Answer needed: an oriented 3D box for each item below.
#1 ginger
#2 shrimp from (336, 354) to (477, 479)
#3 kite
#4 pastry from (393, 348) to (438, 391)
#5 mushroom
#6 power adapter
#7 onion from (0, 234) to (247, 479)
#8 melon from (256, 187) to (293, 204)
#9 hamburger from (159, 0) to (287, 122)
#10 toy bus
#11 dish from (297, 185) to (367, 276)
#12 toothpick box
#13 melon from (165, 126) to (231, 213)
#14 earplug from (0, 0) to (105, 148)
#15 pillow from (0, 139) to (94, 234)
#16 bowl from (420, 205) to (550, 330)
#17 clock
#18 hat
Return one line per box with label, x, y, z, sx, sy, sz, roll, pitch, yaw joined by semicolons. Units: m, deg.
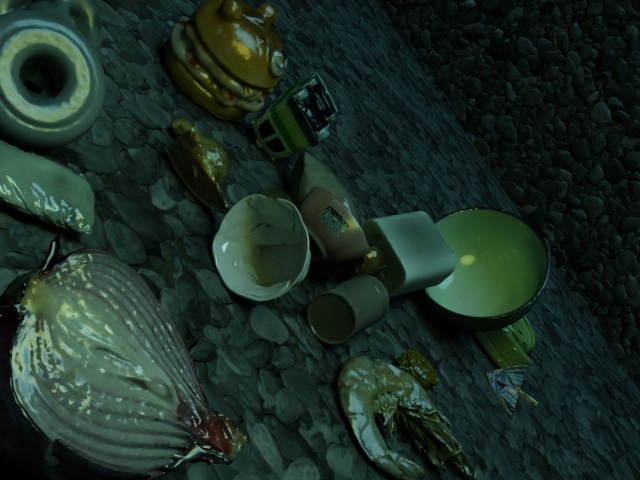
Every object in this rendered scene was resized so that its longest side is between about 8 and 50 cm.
ginger;-0.236;-0.188;1.574;0.165;0.067;0.096;55;26;18
shrimp;0.165;0.369;1.486;0.360;0.085;0.247;43;35;-9
kite;0.507;0.389;2.035;0.159;0.010;0.190;28;53;0
pastry;0.207;0.289;1.683;0.109;0.057;0.097;27;28;-45
mushroom;0.023;-0.061;1.758;0.128;0.128;0.350;2;52;-59
power adapter;0.178;0.037;1.861;0.255;0.124;0.187;-11;62;-40
onion;-0.261;0.188;0.916;0.349;0.159;0.267;48;35;-23
melon;-0.101;-0.058;1.586;0.098;0.098;0.131;43;19;-16
hamburger;-0.199;-0.436;1.778;0.276;0.237;0.276;36;31;-26
toy bus;-0.062;-0.308;1.916;0.133;0.165;0.276;61;21;-16
dish;0.000;0.000;1.606;0.090;0.213;0.213;-31;80;-25
toothpick box;0.060;0.138;1.572;0.111;0.111;0.180;55;26;8
melon;-0.226;-0.121;1.482;0.054;0.098;0.182;-29;97;-40
earplug;-0.457;-0.295;1.250;0.214;0.175;0.325;24;45;-36
pillow;-0.433;-0.090;1.124;0.229;0.051;0.128;27;31;-38
bowl;0.423;0.101;2.043;0.185;0.354;0.354;75;-3;-53
clock;0.529;0.243;2.240;0.235;0.096;0.308;52;24;5
hat;-0.091;0.026;1.434;0.203;0.203;0.126;62;8;23
